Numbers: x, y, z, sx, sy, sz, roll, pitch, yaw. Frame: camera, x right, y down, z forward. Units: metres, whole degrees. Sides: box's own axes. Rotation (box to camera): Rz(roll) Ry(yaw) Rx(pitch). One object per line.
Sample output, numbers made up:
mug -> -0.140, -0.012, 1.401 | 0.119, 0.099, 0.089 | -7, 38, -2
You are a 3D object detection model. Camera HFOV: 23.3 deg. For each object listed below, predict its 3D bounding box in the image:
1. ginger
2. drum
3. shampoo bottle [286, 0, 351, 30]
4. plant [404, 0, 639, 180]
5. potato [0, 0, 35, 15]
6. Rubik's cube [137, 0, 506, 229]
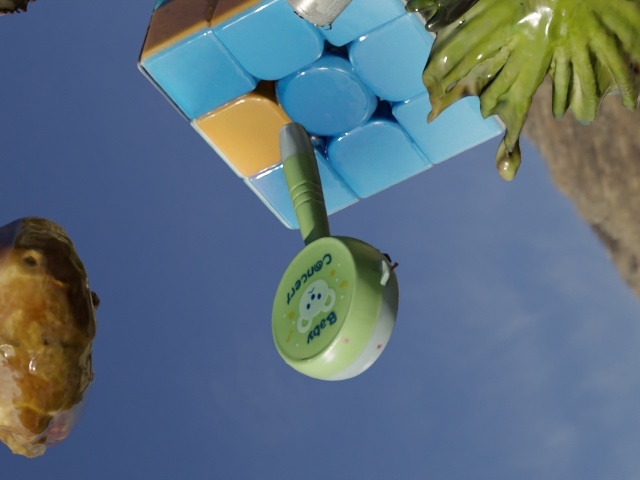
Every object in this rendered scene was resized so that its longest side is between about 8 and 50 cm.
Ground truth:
ginger -> -0.319, 0.126, 1.646 | 0.172, 0.165, 0.321 | -71, -7, -45
drum -> -0.011, 0.016, 1.295 | 0.049, 0.130, 0.253 | 21, -155, -34
shampoo bottle -> 0.049, -0.291, 1.423 | 0.072, 0.214, 0.072 | 31, -147, -23
plant -> 0.187, -0.166, 1.092 | 0.180, 0.251, 0.333 | 44, 180, -2
potato -> -0.355, -0.258, 1.204 | 0.229, 0.266, 0.229 | 34, -129, -57
Rubik's cube -> 0.013, -0.242, 1.732 | 0.290, 0.292, 0.291 | 47, -148, -32
